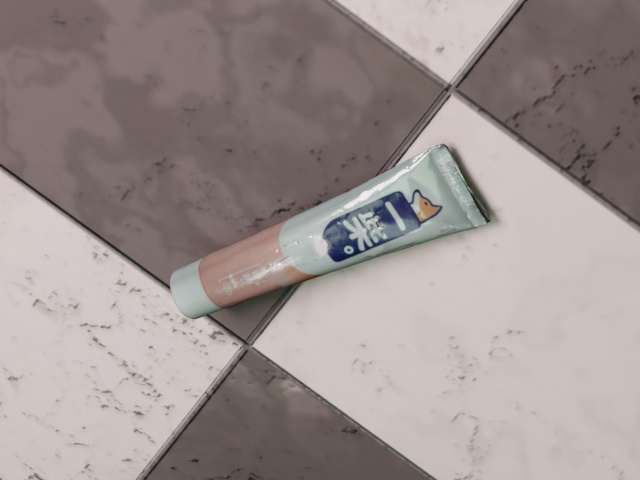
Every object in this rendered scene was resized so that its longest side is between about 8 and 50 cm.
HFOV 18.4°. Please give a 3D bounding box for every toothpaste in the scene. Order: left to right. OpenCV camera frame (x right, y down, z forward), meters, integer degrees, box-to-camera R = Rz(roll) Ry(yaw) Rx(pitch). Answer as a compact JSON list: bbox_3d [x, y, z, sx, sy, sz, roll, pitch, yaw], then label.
[{"bbox_3d":[0.000,0.000,1.167,0.205,0.036,0.056,-21,113,30],"label":"toothpaste"}]
